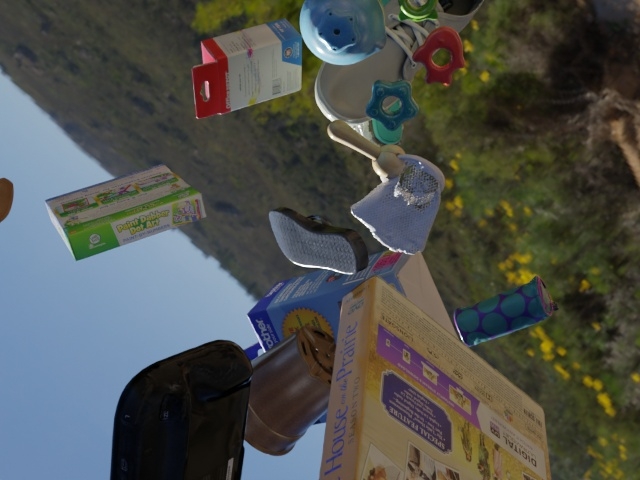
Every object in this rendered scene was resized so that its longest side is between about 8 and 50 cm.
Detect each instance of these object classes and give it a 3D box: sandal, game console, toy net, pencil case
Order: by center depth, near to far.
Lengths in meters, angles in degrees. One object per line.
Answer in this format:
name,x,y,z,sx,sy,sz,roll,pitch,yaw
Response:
game console,-0.093,0.232,0.586,0.044,0.361,0.213,18,-158,25
toy net,0.064,-0.101,0.704,0.045,0.122,0.232,-73,-31,-63
pencil case,0.282,0.109,1.335,0.064,0.152,0.070,52,-150,-21
sandal,0.000,0.001,1.463,0.254,0.054,0.097,22,130,48

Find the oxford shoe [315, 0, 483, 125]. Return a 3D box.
oxford shoe,0.158,-0.391,1.658,0.169,0.449,0.130,47,159,-2

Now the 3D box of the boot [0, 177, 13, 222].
boot,-0.389,-0.009,0.964,0.042,0.118,0.087,38,139,-17

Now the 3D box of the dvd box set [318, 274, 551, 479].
dvd box set,0.129,0.269,0.877,0.308,0.062,0.420,38,-145,-23

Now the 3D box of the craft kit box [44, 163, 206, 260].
craft kit box,-0.372,-0.061,1.640,0.247,0.250,0.061,32,138,61

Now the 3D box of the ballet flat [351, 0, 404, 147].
ballet flat,0.108,-0.387,1.915,0.147,0.408,0.147,3,174,0

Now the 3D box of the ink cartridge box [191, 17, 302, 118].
ink cartridge box,-0.155,-0.339,1.717,0.078,0.231,0.134,55,155,37

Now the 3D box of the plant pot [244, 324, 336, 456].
plant pot,-0.046,0.231,1.393,0.167,0.165,0.167,37,-154,-22

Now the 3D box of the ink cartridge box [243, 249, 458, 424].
ink cartridge box,0.044,0.195,1.673,0.270,0.396,0.151,65,-148,-12
